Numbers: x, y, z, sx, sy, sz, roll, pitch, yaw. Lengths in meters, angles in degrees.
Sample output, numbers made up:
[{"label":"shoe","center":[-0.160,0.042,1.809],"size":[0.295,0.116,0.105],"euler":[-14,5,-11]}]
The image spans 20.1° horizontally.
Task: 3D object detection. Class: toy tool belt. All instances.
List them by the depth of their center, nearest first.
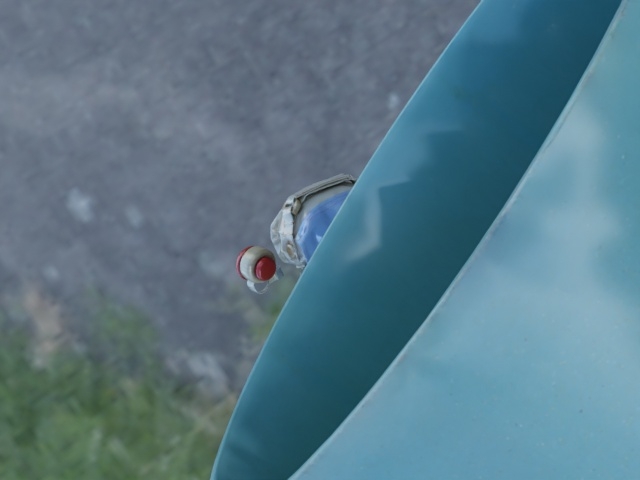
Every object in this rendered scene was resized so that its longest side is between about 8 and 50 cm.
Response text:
[{"label":"toy tool belt","center":[0.000,0.000,0.967],"size":[0.051,0.083,0.052],"euler":[24,143,47]}]

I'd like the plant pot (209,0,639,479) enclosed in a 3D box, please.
[{"label":"plant pot","center":[0.134,0.038,0.667],"size":[0.235,0.293,0.293],"euler":[33,144,-9]}]
